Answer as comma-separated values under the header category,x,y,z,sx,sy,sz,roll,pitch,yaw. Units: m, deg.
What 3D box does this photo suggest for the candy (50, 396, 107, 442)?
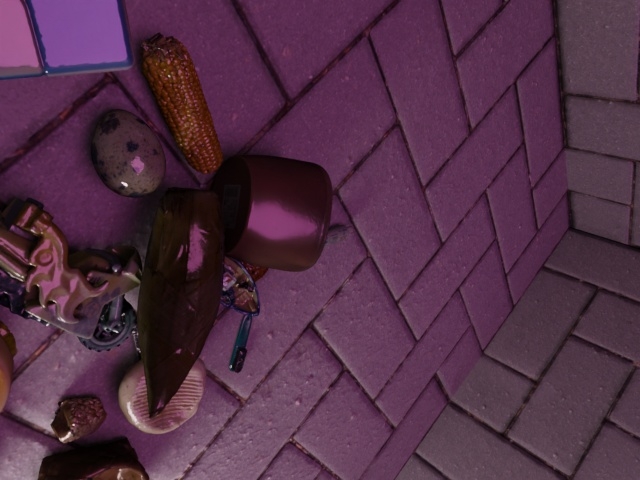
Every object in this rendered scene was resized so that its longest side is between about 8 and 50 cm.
category,x,y,z,sx,sy,sz,roll,pitch,yaw
candy,-0.574,0.423,1.188,0.095,0.085,0.110,-57,149,5

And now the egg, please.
category,x,y,z,sx,sy,sz,roll,pitch,yaw
egg,-0.396,-0.177,1.026,0.141,0.141,0.182,-24,106,-35

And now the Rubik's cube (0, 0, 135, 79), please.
category,x,y,z,sx,sy,sz,roll,pitch,yaw
Rubik's cube,-0.471,-0.401,0.647,0.346,0.346,0.344,-15,120,-24

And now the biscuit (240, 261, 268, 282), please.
category,x,y,z,sx,sy,sz,roll,pitch,yaw
biscuit,-0.203,0.042,1.403,0.187,0.027,0.188,-21,122,-36

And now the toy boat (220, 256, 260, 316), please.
category,x,y,z,sx,sy,sz,roll,pitch,yaw
toy boat,-0.237,0.112,1.305,0.114,0.115,0.262,-39,133,-5

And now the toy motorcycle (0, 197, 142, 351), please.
category,x,y,z,sx,sy,sz,roll,pitch,yaw
toy motorcycle,-0.515,0.073,1.000,0.410,0.168,0.237,42,67,-51

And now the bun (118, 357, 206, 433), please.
category,x,y,z,sx,sy,sz,roll,pitch,yaw
bun,-0.409,0.376,1.281,0.231,0.133,0.231,-12,110,-38

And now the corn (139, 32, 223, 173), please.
category,x,y,z,sx,sy,sz,roll,pitch,yaw
corn,-0.298,-0.292,1.092,0.115,0.115,0.318,-36,134,-27

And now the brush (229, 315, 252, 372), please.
category,x,y,z,sx,sy,sz,roll,pitch,yaw
brush,-0.232,0.312,1.500,0.043,0.032,0.193,5,107,-45

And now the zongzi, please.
category,x,y,z,sx,sy,sz,roll,pitch,yaw
zongzi,-0.290,0.095,1.023,0.174,0.393,0.356,8,114,-9

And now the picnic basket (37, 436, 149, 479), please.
category,x,y,z,sx,sy,sz,roll,pitch,yaw
picnic basket,-0.528,0.691,1.183,0.293,0.337,0.337,3,107,-45

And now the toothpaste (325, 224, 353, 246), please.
category,x,y,z,sx,sy,sz,roll,pitch,yaw
toothpaste,0.000,0.001,1.569,0.268,0.047,0.069,-21,142,-34

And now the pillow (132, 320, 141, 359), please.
category,x,y,z,sx,sy,sz,roll,pitch,yaw
pillow,-0.382,0.210,1.285,0.208,0.055,0.141,-26,132,-33

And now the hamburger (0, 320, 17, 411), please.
category,x,y,z,sx,sy,sz,roll,pitch,yaw
hamburger,-0.710,0.245,0.897,0.302,0.170,0.302,-19,123,-32

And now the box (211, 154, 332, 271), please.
category,x,y,z,sx,sy,sz,roll,pitch,yaw
box,-0.135,-0.076,1.238,0.216,0.301,0.301,11,102,-37
